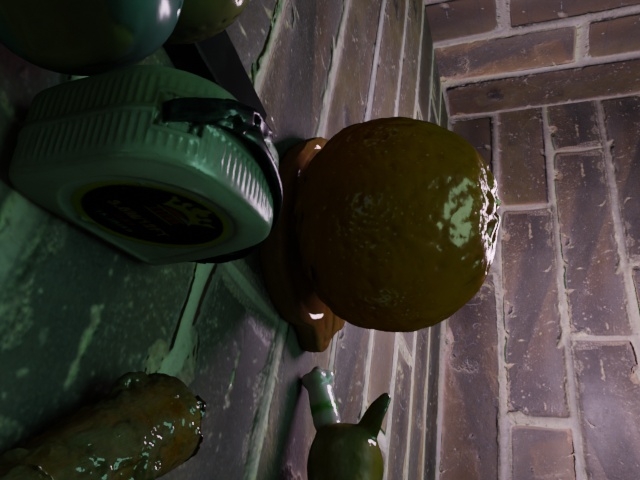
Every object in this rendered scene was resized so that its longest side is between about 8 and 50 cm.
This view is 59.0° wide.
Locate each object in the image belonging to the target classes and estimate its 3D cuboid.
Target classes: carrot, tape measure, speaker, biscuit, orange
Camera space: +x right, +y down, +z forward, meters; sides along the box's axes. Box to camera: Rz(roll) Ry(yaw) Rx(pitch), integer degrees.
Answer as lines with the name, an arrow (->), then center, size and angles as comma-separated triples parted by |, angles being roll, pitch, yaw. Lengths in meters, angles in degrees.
carrot -> -0.203, 0.188, 0.442 | 0.263, 0.102, 0.101 | -16, 102, -63
tape measure -> -0.125, -0.057, 0.519 | 0.235, 0.207, 0.115 | 45, 42, -57
speaker -> -0.138, -0.218, 0.730 | 0.218, 0.044, 0.082 | 62, 31, -47
biscuit -> 0.002, 0.000, 1.043 | 0.385, 0.062, 0.365 | -72, 151, -45
orange -> 0.130, -0.026, 0.889 | 0.341, 0.294, 0.340 | 24, 63, -60

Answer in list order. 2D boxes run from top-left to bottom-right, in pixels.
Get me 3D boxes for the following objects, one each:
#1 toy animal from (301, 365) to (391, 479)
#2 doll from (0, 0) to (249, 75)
toy animal -> 0.043, 0.391, 0.902 | 0.362, 0.181, 0.180 | -79, 159, -44
doll -> -0.157, -0.245, 0.498 | 0.161, 0.177, 0.260 | 68, 27, -24
